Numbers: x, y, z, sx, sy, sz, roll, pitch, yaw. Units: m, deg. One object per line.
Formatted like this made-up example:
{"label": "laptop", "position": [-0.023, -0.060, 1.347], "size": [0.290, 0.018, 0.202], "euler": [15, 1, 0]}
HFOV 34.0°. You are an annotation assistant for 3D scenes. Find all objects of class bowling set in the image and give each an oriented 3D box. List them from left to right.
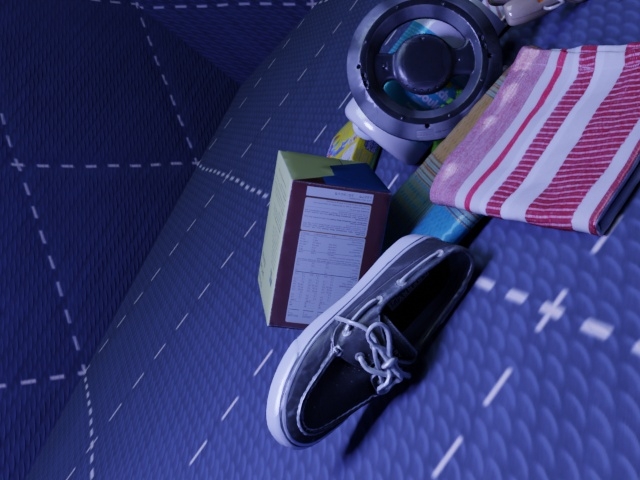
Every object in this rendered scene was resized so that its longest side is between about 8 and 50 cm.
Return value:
{"label": "bowling set", "position": [0.301, -0.451, 1.546], "size": [0.154, 0.200, 0.287], "euler": [-20, 29, 3]}

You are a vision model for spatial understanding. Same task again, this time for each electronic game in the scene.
{"label": "electronic game", "position": [0.153, -0.259, 1.539], "size": [0.229, 0.229, 0.048], "euler": [-53, -9, 1]}

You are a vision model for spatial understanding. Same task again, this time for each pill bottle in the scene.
{"label": "pill bottle", "position": [0.170, -0.258, 1.635], "size": [0.264, 0.146, 0.146], "euler": [-52, 15, 8]}

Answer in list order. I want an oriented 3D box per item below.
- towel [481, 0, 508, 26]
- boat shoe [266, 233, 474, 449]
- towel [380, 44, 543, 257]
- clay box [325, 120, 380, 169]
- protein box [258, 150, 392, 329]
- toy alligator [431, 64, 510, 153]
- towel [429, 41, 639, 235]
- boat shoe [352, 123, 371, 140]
{"label": "towel", "position": [0.299, -0.382, 1.757], "size": [0.197, 0.029, 0.144], "euler": [-46, 19, 26]}
{"label": "boat shoe", "position": [0.065, 0.120, 1.197], "size": [0.306, 0.113, 0.105], "euler": [-44, 25, -17]}
{"label": "towel", "position": [0.201, -0.094, 1.396], "size": [0.370, 0.040, 0.271], "euler": [-48, 17, 11]}
{"label": "clay box", "position": [0.060, -0.165, 1.931], "size": [0.127, 0.053, 0.222], "euler": [-41, 18, 39]}
{"label": "protein box", "position": [0.000, 0.000, 1.445], "size": [0.200, 0.135, 0.201], "euler": [-114, 33, -72]}
{"label": "toy alligator", "position": [0.210, -0.200, 1.567], "size": [0.190, 0.051, 0.056], "euler": [-53, 16, 1]}
{"label": "towel", "position": [0.267, -0.124, 1.184], "size": [0.237, 0.037, 0.329], "euler": [-56, 23, -7]}
{"label": "boat shoe", "position": [0.129, -0.252, 1.902], "size": [0.226, 0.083, 0.076], "euler": [-48, 0, -27]}
